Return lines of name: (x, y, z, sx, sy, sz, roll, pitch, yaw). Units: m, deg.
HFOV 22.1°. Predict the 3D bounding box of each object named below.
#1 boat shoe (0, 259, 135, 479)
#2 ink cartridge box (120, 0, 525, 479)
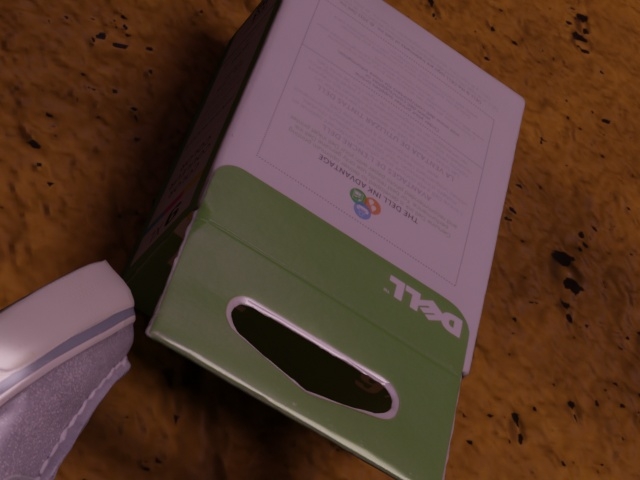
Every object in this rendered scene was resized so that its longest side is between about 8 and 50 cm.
boat shoe: (-0.109, 0.089, 0.407, 0.081, 0.079, 0.227, 52, 44, -7)
ink cartridge box: (0.000, 0.000, 0.576, 0.109, 0.062, 0.209, 33, 42, -14)
